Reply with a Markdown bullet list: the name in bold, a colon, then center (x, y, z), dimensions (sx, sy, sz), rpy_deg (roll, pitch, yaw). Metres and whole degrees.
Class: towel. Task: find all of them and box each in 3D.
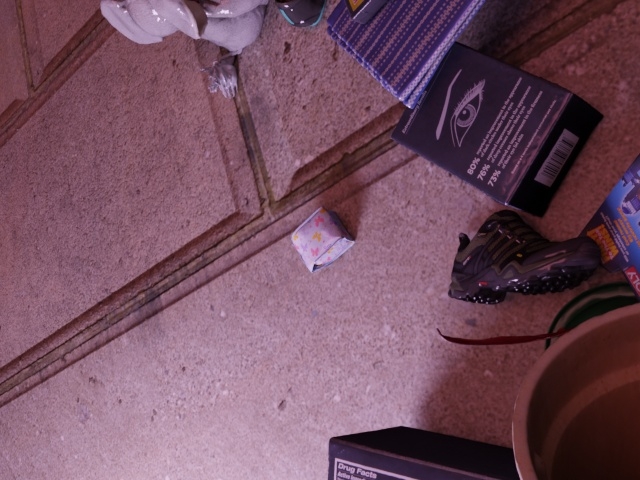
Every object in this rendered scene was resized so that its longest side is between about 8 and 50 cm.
- **towel**: center (0.129, -0.345, 0.987), dimensions (0.243, 0.040, 0.336), rpy_deg (-54, 33, 18)

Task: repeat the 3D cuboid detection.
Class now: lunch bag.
- **lunch bag**: center (0.000, 0.000, 1.107), dimensions (0.083, 0.053, 0.071), rpy_deg (-42, 61, 17)

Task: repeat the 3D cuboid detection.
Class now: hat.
- **hat**: center (0.286, 0.132, 0.763), dimensions (0.209, 0.184, 0.172), rpy_deg (-35, 63, 31)

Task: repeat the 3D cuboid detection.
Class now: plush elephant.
- **plush elephant**: center (-0.234, -0.439, 1.229), dimensions (0.272, 0.255, 0.329), rpy_deg (7, 89, 40)

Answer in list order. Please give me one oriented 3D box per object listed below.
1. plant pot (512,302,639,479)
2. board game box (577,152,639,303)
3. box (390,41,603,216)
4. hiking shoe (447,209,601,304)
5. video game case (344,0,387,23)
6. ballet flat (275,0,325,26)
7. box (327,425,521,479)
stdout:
- **plant pot**: center (0.340, 0.268, 0.591), dimensions (0.334, 0.334, 0.305), rpy_deg (18, 133, 40)
- **board game box**: center (0.365, 0.002, 0.744), dimensions (0.194, 0.060, 0.194), rpy_deg (68, 157, 17)
- **box**: center (0.220, -0.147, 0.906), dimensions (0.207, 0.108, 0.153), rpy_deg (39, 108, 37)
- **hiking shoe**: center (0.236, 0.010, 0.861), dimensions (0.227, 0.086, 0.114), rpy_deg (-22, 63, 56)
- **video game case**: center (0.091, -0.490, 0.979), dimensions (0.248, 0.035, 0.274), rpy_deg (-38, 60, 42)
- **ballet flat**: center (-0.013, -0.496, 1.157), dimensions (0.095, 0.096, 0.280), rpy_deg (14, 92, 42)
- **box**: center (0.165, 0.394, 0.828), dimensions (0.296, 0.183, 0.293), rpy_deg (2, 86, 38)
